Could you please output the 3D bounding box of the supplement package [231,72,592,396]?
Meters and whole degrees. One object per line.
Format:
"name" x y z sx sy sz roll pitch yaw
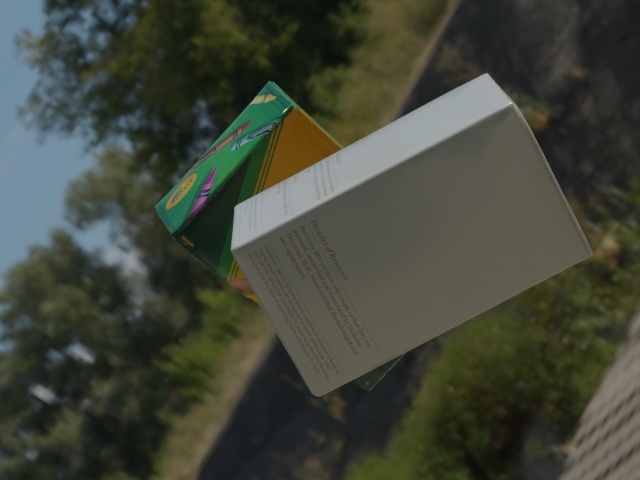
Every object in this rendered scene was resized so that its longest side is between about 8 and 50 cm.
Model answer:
"supplement package" 0.050 -0.006 0.880 0.179 0.105 0.105 -28 14 6

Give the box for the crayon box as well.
"crayon box" 0.000 0.000 1.436 0.165 0.278 0.081 -48 30 4
